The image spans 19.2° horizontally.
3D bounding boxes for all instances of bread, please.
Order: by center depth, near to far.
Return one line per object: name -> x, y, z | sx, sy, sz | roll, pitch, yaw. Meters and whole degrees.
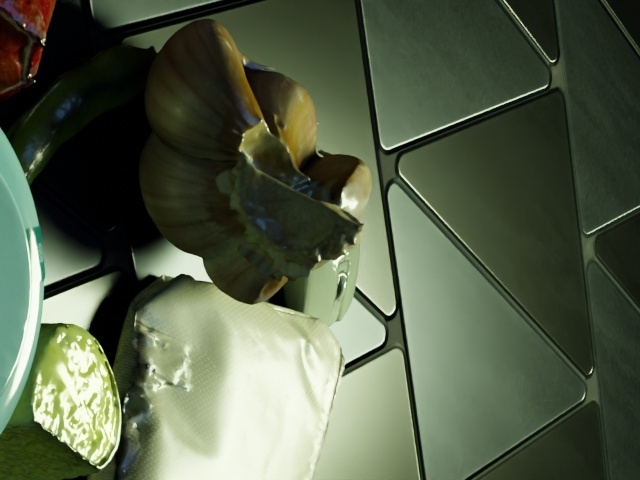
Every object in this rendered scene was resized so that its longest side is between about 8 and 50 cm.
bread -> -0.211, 0.111, 1.345 | 0.129, 0.114, 0.111 | 41, 53, -49

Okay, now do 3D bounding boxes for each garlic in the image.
garlic -> -0.069, -0.057, 1.490 | 0.214, 0.160, 0.191 | 41, 12, -15

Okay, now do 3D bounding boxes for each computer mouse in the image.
computer mouse -> 0.000, 0.000, 1.665 | 0.089, 0.056, 0.182 | -22, 109, -46

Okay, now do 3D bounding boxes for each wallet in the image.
wallet -> -0.084, 0.190, 1.544 | 0.275, 0.068, 0.335 | 37, 57, -45

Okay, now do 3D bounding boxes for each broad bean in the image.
broad bean -> -0.191, -0.086, 1.423 | 0.069, 0.039, 0.227 | 56, 50, -29

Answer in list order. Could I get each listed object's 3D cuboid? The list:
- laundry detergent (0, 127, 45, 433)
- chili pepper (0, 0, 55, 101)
laundry detergent -> -0.326, 0.022, 1.029 | 0.287, 0.305, 0.287 | -2, 92, -53
chili pepper -> -0.238, -0.238, 1.316 | 0.144, 0.136, 0.253 | 14, 62, -7
